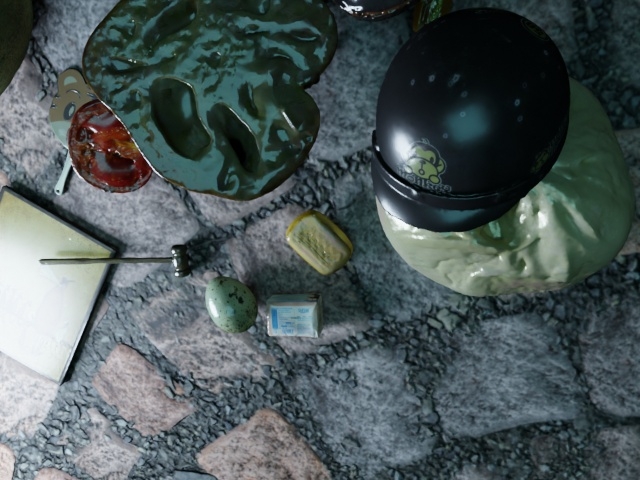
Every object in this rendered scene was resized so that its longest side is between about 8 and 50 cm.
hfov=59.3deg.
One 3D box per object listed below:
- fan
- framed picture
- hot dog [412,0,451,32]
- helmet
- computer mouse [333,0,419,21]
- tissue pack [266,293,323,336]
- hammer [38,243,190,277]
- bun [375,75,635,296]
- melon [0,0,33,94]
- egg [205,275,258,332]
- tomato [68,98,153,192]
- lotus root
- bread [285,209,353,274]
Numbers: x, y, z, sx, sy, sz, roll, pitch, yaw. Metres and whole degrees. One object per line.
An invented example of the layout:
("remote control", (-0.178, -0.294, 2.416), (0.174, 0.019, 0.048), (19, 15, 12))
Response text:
("fan", (-0.439, -0.181, 1.016), (0.152, 0.008, 0.227), (31, 107, 1))
("framed picture", (-0.564, 0.096, 1.108), (0.255, 0.014, 0.339), (30, 108, 2))
("hot dog", (0.169, -0.367, 0.835), (0.056, 0.041, 0.133), (13, 106, 7))
("helmet", (0.166, -0.160, 0.652), (0.230, 0.160, 0.279), (25, 69, 23))
("computer mouse", (0.097, -0.465, 0.783), (0.182, 0.116, 0.324), (13, 94, 19))
("tissue pack", (-0.046, 0.133, 0.997), (0.094, 0.059, 0.074), (0, 102, 10))
("hammer", (-0.385, 0.040, 1.042), (0.291, 0.029, 0.058), (-1, 105, 7))
("bun", (0.257, -0.074, 0.800), (0.360, 0.213, 0.362), (2, 99, 13))
("melon", (-0.602, -0.334, 0.886), (0.248, 0.248, 0.329), (44, 105, -3))
("egg", (-0.160, 0.113, 1.000), (0.110, 0.085, 0.085), (47, 108, 4))
("tomato", (-0.348, -0.168, 0.955), (0.138, 0.091, 0.159), (-4, 119, -11))
("lotus root", (-0.162, -0.258, 0.853), (0.374, 0.111, 0.391), (1, 98, 0))
("bread", (0.000, 0.000, 0.956), (0.115, 0.056, 0.082), (40, 108, -8))
